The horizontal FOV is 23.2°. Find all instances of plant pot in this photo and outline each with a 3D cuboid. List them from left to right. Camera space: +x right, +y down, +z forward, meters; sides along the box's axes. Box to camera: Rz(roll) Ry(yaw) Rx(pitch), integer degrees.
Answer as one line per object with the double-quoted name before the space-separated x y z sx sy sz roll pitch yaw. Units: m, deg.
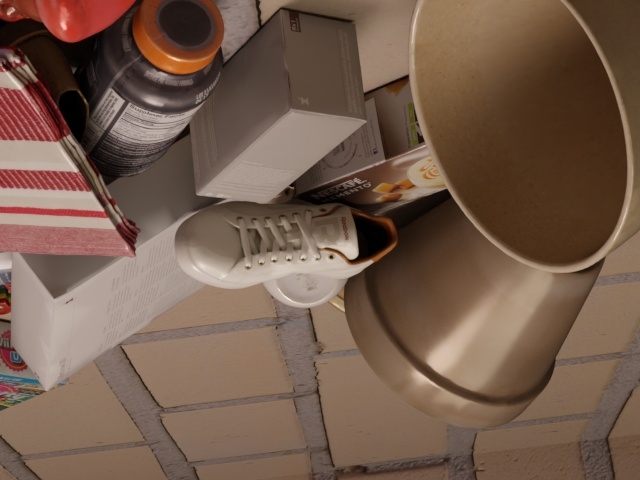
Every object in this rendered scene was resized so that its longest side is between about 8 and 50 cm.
"plant pot" 0.235 0.051 2.143 0.323 0.323 0.280 6 139 -31

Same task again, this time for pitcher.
"pitcher" 0.000 0.000 2.062 0.177 0.125 0.207 -24 -161 5

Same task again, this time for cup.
"cup" 0.281 -0.164 1.577 0.237 0.331 0.331 -24 168 -27

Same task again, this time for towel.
"towel" -0.344 -0.087 1.575 0.237 0.037 0.329 2 147 19

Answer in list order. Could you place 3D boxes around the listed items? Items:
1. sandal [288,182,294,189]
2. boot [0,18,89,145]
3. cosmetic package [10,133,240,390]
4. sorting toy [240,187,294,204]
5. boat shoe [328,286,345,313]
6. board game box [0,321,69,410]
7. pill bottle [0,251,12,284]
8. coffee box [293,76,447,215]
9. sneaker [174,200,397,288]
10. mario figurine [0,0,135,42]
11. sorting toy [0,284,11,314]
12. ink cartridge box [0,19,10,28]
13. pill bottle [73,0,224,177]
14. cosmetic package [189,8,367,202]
"sandal" -0.027 -0.091 1.975 0.072 0.049 0.180 -19 156 30
"boot" -0.328 -0.097 1.656 0.112 0.115 0.305 -29 163 -37
"cosmetic package" -0.254 0.031 1.986 0.284 0.097 0.377 -36 169 -22
"sorting toy" -0.062 -0.063 2.058 0.075 0.045 0.083 -4 161 -29
"boat shoe" 0.138 0.063 2.380 0.341 0.121 0.110 7 119 -39
"board game box" -0.598 0.217 2.556 0.303 0.097 0.224 -24 154 36
"pill bottle" -0.435 0.007 2.025 0.180 0.108 0.108 -7 160 2
"coffee box" 0.100 -0.117 1.876 0.246 0.098 0.141 -19 156 31
"sneaker" -0.033 -0.009 1.851 0.290 0.106 0.123 -3 166 -39
"mario figurine" -0.301 -0.267 1.379 0.320 0.170 0.198 1 -163 7
"sorting toy" -0.454 0.060 2.251 0.132 0.046 0.274 -7 159 1
"ink cartridge box" -0.456 -0.154 1.649 0.330 0.071 0.324 -5 159 -1
"pill bottle" -0.181 -0.169 1.606 0.130 0.130 0.245 3 157 -25
"cosmetic package" -0.053 -0.143 1.723 0.107 0.127 0.238 7 157 -32
